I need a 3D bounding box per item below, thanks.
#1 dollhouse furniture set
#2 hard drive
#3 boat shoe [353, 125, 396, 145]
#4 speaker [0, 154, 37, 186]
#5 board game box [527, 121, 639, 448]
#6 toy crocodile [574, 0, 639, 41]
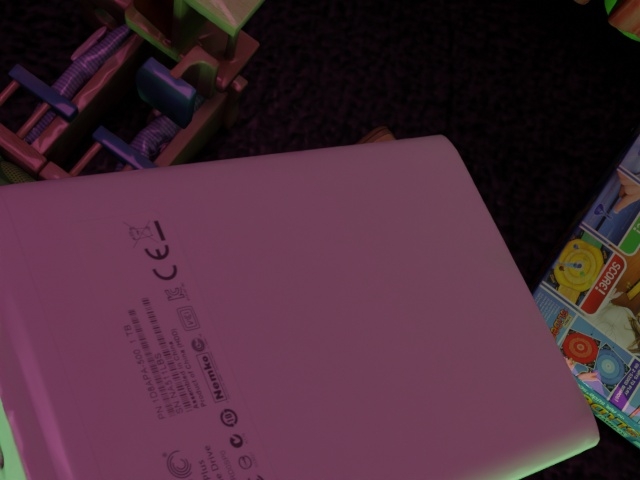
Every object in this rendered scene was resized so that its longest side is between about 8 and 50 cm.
[{"bbox_3d":[-0.126,-0.097,0.587,0.129,0.184,0.129,36,71,1],"label":"dollhouse furniture set"},{"bbox_3d":[-0.014,0.054,0.524,0.318,0.040,0.210,-10,68,-37],"label":"hard drive"},{"bbox_3d":[0.000,0.000,0.647,0.060,0.064,0.178,46,68,4],"label":"boat shoe"},{"bbox_3d":[-0.137,0.056,0.571,0.296,0.131,0.131,37,71,1],"label":"speaker"},{"bbox_3d":[0.229,0.027,0.700,0.136,0.035,0.201,38,71,1],"label":"board game box"},{"bbox_3d":[0.190,-0.221,0.721,0.340,0.115,0.105,37,72,1],"label":"toy crocodile"}]
